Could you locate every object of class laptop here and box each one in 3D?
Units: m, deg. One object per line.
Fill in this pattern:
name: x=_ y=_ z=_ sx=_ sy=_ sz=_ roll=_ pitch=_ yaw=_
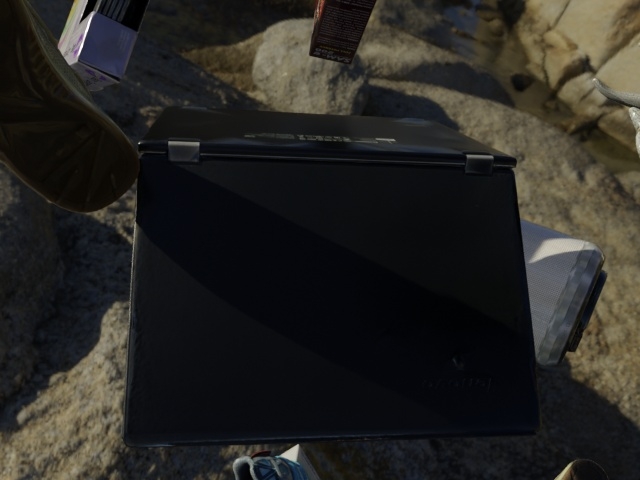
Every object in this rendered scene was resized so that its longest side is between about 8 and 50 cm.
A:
laptop: x=0.000 y=0.000 z=0.695 sx=0.382 sy=0.236 sz=0.408 roll=2 pitch=19 yaw=-10

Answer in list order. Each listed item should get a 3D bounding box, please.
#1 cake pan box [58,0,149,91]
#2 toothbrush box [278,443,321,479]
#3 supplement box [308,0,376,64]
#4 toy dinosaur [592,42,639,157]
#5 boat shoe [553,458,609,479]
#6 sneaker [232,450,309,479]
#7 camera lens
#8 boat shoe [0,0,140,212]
cake pan box: x=-0.306 y=-0.342 z=0.893 sx=0.070 sy=0.245 sz=0.267 roll=18 pitch=-1 yaw=-33
toothbrush box: x=-0.107 y=0.535 z=1.190 sx=0.126 sy=0.216 sz=0.295 roll=58 pitch=-2 yaw=2
supplement box: x=0.043 y=-0.368 z=0.854 sx=0.073 sy=0.239 sz=0.130 roll=10 pitch=71 yaw=-7
toy dinosaur: x=0.299 y=-0.025 z=0.401 sx=0.313 sy=0.121 sz=0.160 roll=11 pitch=60 yaw=-52
boat shoe: x=0.272 y=0.346 z=0.743 sx=0.190 sy=0.072 sz=0.068 roll=-43 pitch=74 yaw=-10
sneaker: x=-0.108 y=0.403 z=0.798 sx=0.125 sy=0.104 sz=0.262 roll=38 pitch=53 yaw=-36
camera lens: x=0.328 y=0.071 z=1.067 sx=0.274 sy=0.219 sz=0.219 roll=23 pitch=34 yaw=24
boat shoe: x=-0.244 y=-0.134 z=0.442 sx=0.109 sy=0.302 sz=0.098 roll=-40 pitch=57 yaw=-4
